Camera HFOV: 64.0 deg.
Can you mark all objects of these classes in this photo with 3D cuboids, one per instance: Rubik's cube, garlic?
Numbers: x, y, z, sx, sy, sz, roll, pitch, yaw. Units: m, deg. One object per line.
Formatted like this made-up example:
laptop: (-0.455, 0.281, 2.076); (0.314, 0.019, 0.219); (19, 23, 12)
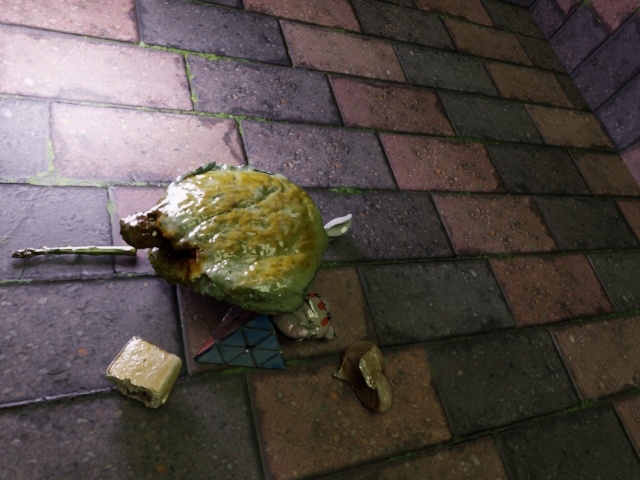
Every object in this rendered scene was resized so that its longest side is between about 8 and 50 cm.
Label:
Rubik's cube: (-0.123, 0.224, 1.125); (0.178, 0.190, 0.211); (45, 54, -17)
garlic: (0.113, 0.322, 1.213); (0.124, 0.099, 0.175); (1, 62, -49)

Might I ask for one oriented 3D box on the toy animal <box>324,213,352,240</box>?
toy animal: (-0.003, 0.001, 1.342); (0.220, 0.104, 0.131); (-11, 64, -32)

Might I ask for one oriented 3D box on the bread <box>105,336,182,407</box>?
bread: (-0.345, 0.264, 1.015); (0.125, 0.082, 0.106); (25, 41, 2)

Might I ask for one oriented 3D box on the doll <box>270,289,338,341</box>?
doll: (-0.040, 0.181, 1.198); (0.192, 0.095, 0.149); (-2, 55, -58)

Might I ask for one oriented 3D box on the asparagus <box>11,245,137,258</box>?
asparagus: (-0.526, 0.024, 1.109); (0.248, 0.025, 0.025); (0, 103, -28)

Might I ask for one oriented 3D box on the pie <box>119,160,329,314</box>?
pie: (-0.171, -0.007, 1.144); (0.417, 0.181, 0.395); (23, 42, 15)
